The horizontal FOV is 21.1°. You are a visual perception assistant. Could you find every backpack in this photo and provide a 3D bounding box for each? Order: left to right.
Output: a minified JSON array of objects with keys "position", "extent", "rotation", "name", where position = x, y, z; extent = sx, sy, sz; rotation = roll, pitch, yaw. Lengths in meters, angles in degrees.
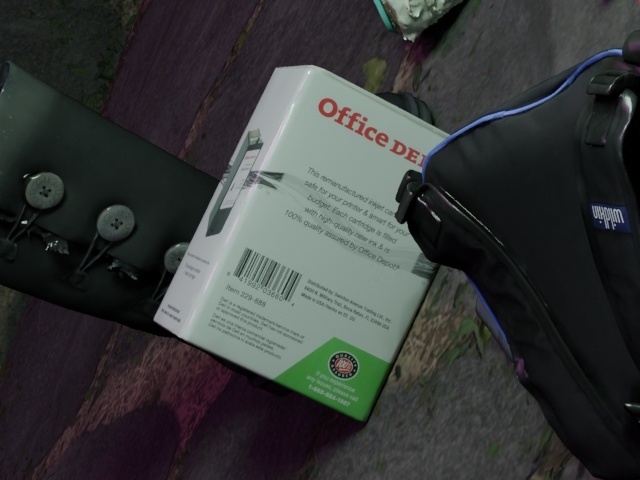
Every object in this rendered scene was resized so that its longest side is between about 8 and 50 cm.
[{"position":[0.219,0.014,1.128],"extent":[0.276,0.213,0.263],"rotation":[-28,80,57],"name":"backpack"}]

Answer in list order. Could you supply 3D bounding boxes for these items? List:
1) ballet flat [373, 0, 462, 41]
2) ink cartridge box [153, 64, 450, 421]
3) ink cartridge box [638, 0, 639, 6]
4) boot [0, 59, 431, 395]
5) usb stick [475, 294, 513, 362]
[{"position":[0.091,-0.348,2.029],"extent":[0.147,0.147,0.409],"rotation":[-57,25,17],"name":"ballet flat"},{"position":[0.000,0.000,1.687],"extent":[0.289,0.211,0.121],"rotation":[-64,20,-3],"name":"ink cartridge box"},{"position":[0.308,-0.238,1.428],"extent":[0.099,0.056,0.135],"rotation":[-48,20,26],"name":"ink cartridge box"},{"position":[-0.148,-0.073,1.780],"extent":[0.367,0.445,0.146],"rotation":[-62,21,6],"name":"boot"},{"position":[0.188,0.086,1.379],"extent":[0.077,0.045,0.278],"rotation":[-58,22,13],"name":"usb stick"}]
